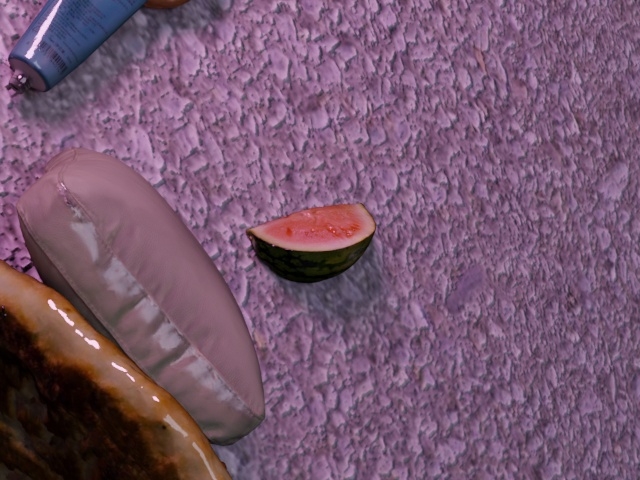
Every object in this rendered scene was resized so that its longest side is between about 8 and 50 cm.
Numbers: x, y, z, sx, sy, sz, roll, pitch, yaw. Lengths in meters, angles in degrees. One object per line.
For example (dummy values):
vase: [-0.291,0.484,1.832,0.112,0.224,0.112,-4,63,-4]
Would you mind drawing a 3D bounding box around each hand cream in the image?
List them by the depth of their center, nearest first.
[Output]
hand cream: [-0.232,-0.231,1.046,0.083,0.048,0.224,45,67,-22]

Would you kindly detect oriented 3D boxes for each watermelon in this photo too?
watermelon: [0.002,0.014,1.185,0.163,0.087,0.069,-14,126,-34]

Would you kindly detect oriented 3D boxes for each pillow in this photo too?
pillow: [-0.156,0.035,0.914,0.120,0.322,0.255,-37,105,-2]

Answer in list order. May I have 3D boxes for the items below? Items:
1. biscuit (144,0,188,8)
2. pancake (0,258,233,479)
biscuit: [-0.210,-0.381,1.105,0.202,0.044,0.288,-44,106,-25]
pancake: [-0.226,0.150,0.805,0.067,0.427,0.305,-32,116,-52]
